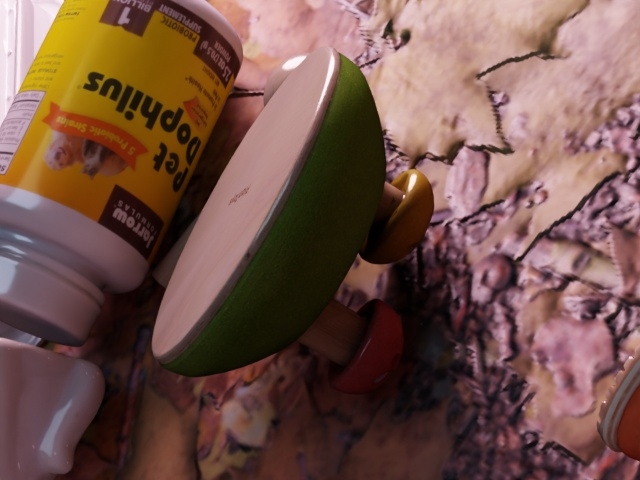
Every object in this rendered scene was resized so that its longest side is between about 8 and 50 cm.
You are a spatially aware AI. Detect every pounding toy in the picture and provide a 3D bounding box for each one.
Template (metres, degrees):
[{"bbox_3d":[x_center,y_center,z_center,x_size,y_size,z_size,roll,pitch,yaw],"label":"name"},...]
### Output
[{"bbox_3d":[0.000,0.000,0.834,0.183,0.110,0.237,-59,13,7],"label":"pounding toy"}]

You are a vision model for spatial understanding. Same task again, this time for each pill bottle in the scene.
[{"bbox_3d":[-0.137,-0.049,0.951,0.117,0.117,0.215,7,67,43],"label":"pill bottle"}]

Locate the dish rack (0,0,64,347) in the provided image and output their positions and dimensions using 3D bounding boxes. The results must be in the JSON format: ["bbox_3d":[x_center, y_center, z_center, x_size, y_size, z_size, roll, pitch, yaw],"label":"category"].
[{"bbox_3d":[-0.301,-0.025,1.112,0.285,0.072,0.333,-29,46,24],"label":"dish rack"}]

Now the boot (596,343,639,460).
[{"bbox_3d":[0.190,0.058,0.647,0.158,0.059,0.085,-36,50,15],"label":"boot"}]

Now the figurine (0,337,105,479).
[{"bbox_3d":[-0.238,0.161,0.904,0.214,0.092,0.210,1,76,29],"label":"figurine"}]
